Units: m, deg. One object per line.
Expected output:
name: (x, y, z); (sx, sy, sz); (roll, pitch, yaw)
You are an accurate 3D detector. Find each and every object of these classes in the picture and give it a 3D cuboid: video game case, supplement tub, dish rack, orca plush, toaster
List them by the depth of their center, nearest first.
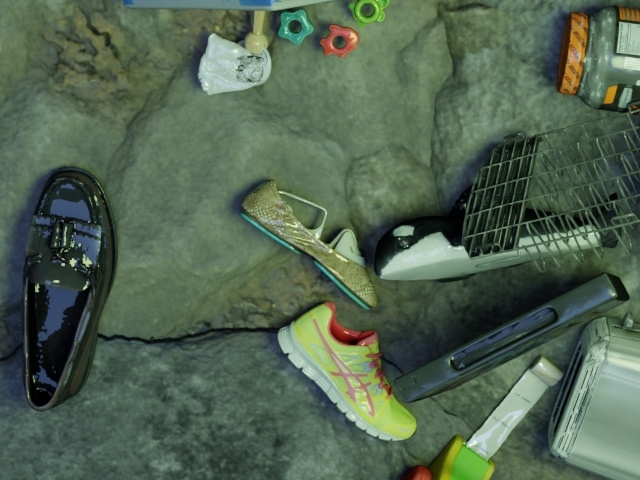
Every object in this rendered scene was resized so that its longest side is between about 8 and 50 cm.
dish rack: (0.286, -0.051, 1.447); (0.271, 0.208, 0.074); (-13, 129, 31)
supplement tub: (0.363, -0.196, 1.492); (0.190, 0.117, 0.117); (8, 106, 4)
video game case: (0.224, 0.108, 1.514); (0.248, 0.275, 0.035); (-28, 81, 12)
orca plush: (0.200, -0.027, 1.567); (0.287, 0.151, 0.102); (-13, 73, 12)
toaster: (0.362, 0.198, 1.601); (0.146, 0.129, 0.227); (17, 109, 4)

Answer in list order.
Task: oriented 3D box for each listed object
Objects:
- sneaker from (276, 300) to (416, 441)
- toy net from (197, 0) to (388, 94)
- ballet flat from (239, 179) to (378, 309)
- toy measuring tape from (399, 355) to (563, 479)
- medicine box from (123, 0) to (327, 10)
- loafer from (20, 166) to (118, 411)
sneaker: (0.048, 0.159, 1.642); (0.208, 0.081, 0.094); (43, 103, -7)
toy net: (-0.037, -0.239, 1.558); (0.232, 0.045, 0.122); (-38, 101, 16)
ballet flat: (0.000, 0.000, 1.610); (0.206, 0.073, 0.067); (37, 92, -9)
toy measuring tape: (0.182, 0.287, 1.649); (0.121, 0.121, 0.330); (37, 106, -5)
medicine box: (-0.090, -0.377, 1.391); (0.149, 0.289, 0.263); (-18, 109, -36)
loafer: (-0.312, 0.065, 1.641); (0.109, 0.095, 0.302); (9, 107, 3)
